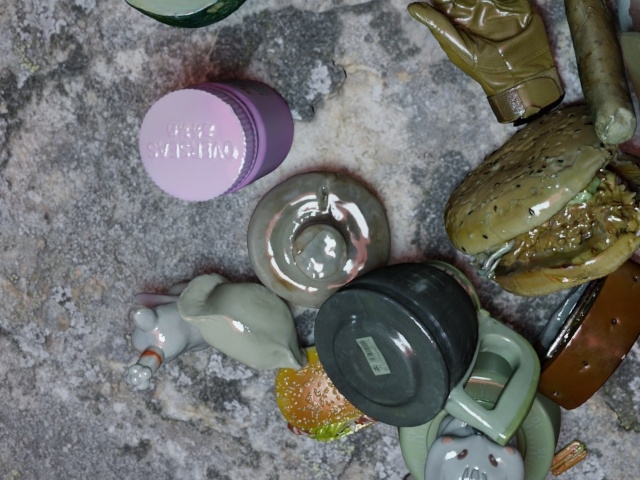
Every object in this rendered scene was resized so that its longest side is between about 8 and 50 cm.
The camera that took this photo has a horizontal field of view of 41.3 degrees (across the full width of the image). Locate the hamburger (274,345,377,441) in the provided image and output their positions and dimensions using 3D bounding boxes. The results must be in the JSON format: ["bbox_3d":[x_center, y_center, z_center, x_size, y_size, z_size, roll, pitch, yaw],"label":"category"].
[{"bbox_3d":[0.026,0.266,1.515,0.210,0.116,0.173,-14,97,14],"label":"hamburger"}]

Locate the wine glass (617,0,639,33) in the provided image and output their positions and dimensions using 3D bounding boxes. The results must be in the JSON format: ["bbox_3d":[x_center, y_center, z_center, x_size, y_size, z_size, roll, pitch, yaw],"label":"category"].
[{"bbox_3d":[0.524,-0.453,1.224,0.190,0.190,0.357,-1,97,12],"label":"wine glass"}]

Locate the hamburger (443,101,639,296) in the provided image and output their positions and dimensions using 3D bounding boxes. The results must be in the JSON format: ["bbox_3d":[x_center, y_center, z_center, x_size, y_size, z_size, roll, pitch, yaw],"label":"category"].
[{"bbox_3d":[0.356,-0.054,1.304,0.318,0.277,0.195,-39,102,12],"label":"hamburger"}]

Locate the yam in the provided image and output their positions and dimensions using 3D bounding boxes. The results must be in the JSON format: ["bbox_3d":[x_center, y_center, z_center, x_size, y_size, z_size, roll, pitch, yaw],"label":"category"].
[{"bbox_3d":[0.408,-0.278,1.251,0.071,0.317,0.067,16,144,-23],"label":"yam"}]

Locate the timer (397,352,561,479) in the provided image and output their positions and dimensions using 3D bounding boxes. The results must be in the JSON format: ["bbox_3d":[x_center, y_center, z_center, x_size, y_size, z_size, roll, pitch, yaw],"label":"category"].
[{"bbox_3d":[0.252,0.342,1.384,0.290,0.315,0.291,2,101,11],"label":"timer"}]

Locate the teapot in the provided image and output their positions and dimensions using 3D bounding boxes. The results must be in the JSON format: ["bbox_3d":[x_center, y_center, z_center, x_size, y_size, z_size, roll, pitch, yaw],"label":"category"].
[{"bbox_3d":[0.178,0.142,1.318,0.321,0.239,0.239,8,121,38],"label":"teapot"}]

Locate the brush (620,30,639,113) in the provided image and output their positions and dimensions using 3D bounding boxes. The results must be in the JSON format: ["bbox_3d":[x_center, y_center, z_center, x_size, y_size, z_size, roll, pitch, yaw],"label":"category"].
[{"bbox_3d":[0.506,-0.206,1.271,0.048,0.054,0.282,-43,132,-6],"label":"brush"}]

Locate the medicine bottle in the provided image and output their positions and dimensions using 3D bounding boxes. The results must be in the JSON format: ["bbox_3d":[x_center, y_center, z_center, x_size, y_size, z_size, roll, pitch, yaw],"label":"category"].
[{"bbox_3d":[-0.159,-0.166,1.365,0.178,0.291,0.178,3,103,12],"label":"medicine bottle"}]

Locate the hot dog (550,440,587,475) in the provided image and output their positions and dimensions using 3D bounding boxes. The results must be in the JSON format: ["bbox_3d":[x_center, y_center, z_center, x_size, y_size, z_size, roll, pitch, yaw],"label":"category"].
[{"bbox_3d":[0.437,0.384,1.508,0.083,0.021,0.037,-39,82,17],"label":"hot dog"}]

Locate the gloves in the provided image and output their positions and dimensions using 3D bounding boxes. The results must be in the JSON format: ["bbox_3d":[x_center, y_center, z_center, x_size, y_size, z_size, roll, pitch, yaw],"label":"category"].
[{"bbox_3d":[0.258,-0.333,1.325,0.154,0.141,0.331,-22,108,41],"label":"gloves"}]

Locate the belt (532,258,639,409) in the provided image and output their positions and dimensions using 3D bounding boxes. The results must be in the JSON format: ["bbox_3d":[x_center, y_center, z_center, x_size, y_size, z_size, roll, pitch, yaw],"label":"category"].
[{"bbox_3d":[0.435,0.144,1.371,0.105,0.184,0.261,31,92,1],"label":"belt"}]

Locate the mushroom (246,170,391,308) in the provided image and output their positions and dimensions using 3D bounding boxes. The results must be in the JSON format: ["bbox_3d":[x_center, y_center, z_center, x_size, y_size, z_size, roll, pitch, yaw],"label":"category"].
[{"bbox_3d":[0.000,0.000,1.397,0.243,0.243,0.243,2,103,11],"label":"mushroom"}]

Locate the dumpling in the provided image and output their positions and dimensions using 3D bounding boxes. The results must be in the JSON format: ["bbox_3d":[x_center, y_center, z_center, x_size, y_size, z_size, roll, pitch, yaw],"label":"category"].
[{"bbox_3d":[-0.124,0.141,1.454,0.250,0.162,0.132,30,118,-12],"label":"dumpling"}]

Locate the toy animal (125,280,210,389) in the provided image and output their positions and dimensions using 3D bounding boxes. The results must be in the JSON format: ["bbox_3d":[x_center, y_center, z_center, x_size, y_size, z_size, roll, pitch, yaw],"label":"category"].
[{"bbox_3d":[-0.273,0.155,1.477,0.138,0.282,0.140,-13,98,35],"label":"toy animal"}]

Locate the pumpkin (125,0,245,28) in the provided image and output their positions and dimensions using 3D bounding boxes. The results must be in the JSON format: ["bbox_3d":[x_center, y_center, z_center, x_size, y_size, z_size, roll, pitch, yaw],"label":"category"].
[{"bbox_3d":[-0.221,-0.483,1.362,0.263,0.197,0.293,-15,92,4],"label":"pumpkin"}]
